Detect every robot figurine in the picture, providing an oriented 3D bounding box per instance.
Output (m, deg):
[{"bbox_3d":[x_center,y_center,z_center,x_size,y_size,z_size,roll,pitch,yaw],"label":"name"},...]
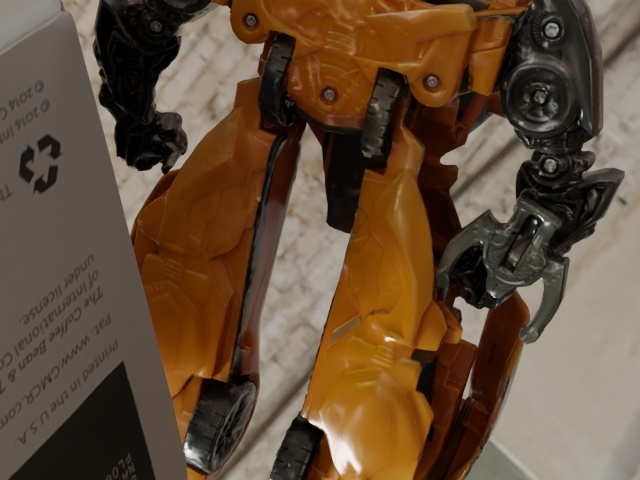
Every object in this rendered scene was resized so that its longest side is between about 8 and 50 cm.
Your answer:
[{"bbox_3d":[0.000,0.000,0.524,0.085,0.211,0.291,-40,-32,-61],"label":"robot figurine"}]

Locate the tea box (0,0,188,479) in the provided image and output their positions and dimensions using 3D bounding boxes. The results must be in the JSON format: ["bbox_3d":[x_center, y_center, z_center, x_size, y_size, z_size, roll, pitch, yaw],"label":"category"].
[{"bbox_3d":[-0.276,0.064,0.414,0.329,0.323,0.220,-48,-39,-41],"label":"tea box"}]
